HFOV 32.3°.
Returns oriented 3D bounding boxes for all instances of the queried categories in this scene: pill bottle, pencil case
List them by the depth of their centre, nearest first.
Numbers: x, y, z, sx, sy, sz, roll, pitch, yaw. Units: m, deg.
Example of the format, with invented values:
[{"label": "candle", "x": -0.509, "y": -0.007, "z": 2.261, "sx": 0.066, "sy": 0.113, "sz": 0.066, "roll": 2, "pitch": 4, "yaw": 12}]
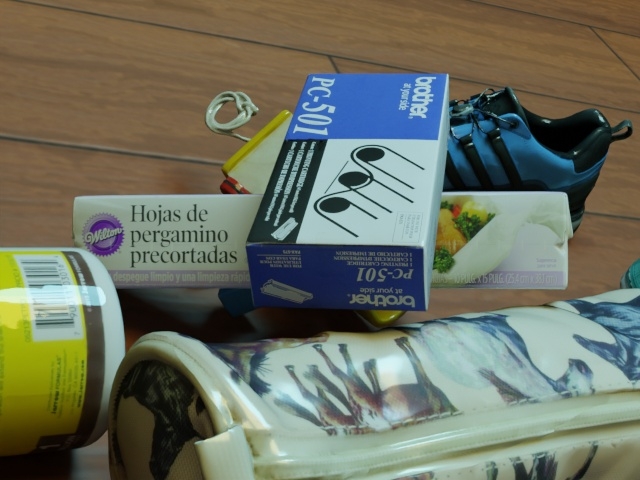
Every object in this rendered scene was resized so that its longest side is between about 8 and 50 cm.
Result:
[{"label": "pill bottle", "x": -0.222, "y": 0.062, "z": 0.588, "sx": 0.215, "sy": 0.117, "sz": 0.117, "roll": 0, "pitch": 39, "yaw": -31}, {"label": "pencil case", "x": 0.079, "y": 0.114, "z": 0.636, "sx": 0.410, "sy": 0.183, "sz": 0.159, "roll": -3, "pitch": 68, "yaw": -35}]

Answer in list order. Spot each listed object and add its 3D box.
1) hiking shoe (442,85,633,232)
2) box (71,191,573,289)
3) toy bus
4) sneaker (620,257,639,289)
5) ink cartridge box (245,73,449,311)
[{"label": "hiking shoe", "x": 0.124, "y": -0.093, "z": 1.011, "sx": 0.304, "sy": 0.132, "sz": 0.113, "roll": 8, "pitch": 35, "yaw": -22}, {"label": "box", "x": 0.000, "y": 0.000, "z": 0.733, "sx": 0.324, "sy": 0.063, "sz": 0.067, "roll": 0, "pitch": 0, "yaw": 9}, {"label": "toy bus", "x": 0.006, "y": -0.020, "z": 0.858, "sx": 0.191, "sy": 0.104, "sz": 0.202, "roll": -7, "pitch": 53, "yaw": 16}, {"label": "sneaker", "x": 0.411, "y": 0.080, "z": 0.946, "sx": 0.302, "sy": 0.121, "sz": 0.108, "roll": 34, "pitch": 34, "yaw": 16}, {"label": "ink cartridge box", "x": 0.024, "y": -0.037, "z": 0.666, "sx": 0.097, "sy": 0.046, "sz": 0.207, "roll": 1, "pitch": 34, "yaw": 10}]
